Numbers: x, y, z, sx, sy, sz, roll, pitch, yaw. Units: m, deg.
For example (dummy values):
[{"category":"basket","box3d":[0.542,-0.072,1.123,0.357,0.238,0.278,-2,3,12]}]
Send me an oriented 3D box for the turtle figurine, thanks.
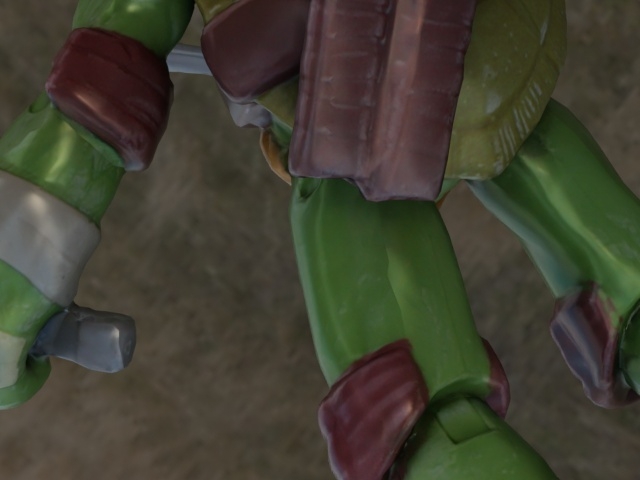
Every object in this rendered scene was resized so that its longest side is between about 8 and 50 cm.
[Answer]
[{"category":"turtle figurine","box3d":[0.000,0.000,0.493,0.266,0.275,0.198,57,-157,15]}]
